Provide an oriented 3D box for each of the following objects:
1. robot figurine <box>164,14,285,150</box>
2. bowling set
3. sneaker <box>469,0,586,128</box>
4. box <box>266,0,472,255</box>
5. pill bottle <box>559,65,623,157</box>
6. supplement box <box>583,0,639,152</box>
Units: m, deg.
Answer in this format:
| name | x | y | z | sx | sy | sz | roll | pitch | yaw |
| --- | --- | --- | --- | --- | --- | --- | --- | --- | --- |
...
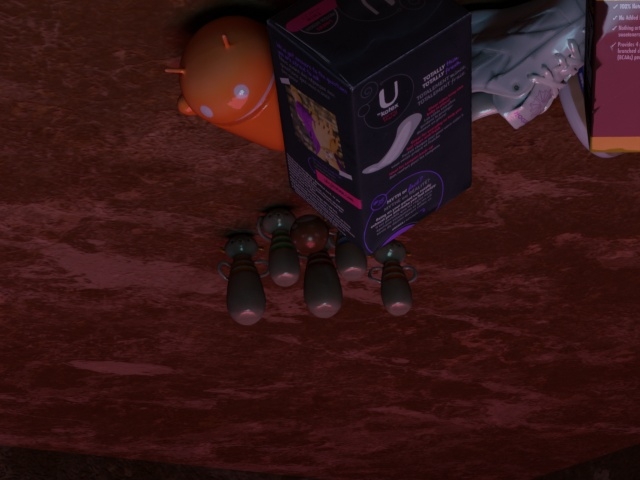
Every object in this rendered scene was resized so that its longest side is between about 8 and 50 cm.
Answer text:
| name | x | y | z | sx | sy | sz | roll | pitch | yaw |
| --- | --- | --- | --- | --- | --- | --- | --- | --- | --- |
| robot figurine | -0.071 | -0.174 | 1.895 | 0.158 | 0.128 | 0.219 | 27 | -177 | 40 |
| bowling set | 0.000 | 0.000 | 2.385 | 0.287 | 0.154 | 0.200 | -2 | 140 | -6 |
| sneaker | 0.257 | -0.204 | 1.870 | 0.305 | 0.152 | 0.114 | -20 | 153 | 28 |
| box | 0.058 | -0.144 | 1.811 | 0.165 | 0.143 | 0.270 | -34 | 146 | -21 |
| pill bottle | 0.412 | -0.201 | 1.913 | 0.265 | 0.153 | 0.153 | -19 | 155 | 29 |
| supplement box | 0.366 | -0.205 | 1.719 | 0.191 | 0.129 | 0.194 | 0 | 124 | 6 |
